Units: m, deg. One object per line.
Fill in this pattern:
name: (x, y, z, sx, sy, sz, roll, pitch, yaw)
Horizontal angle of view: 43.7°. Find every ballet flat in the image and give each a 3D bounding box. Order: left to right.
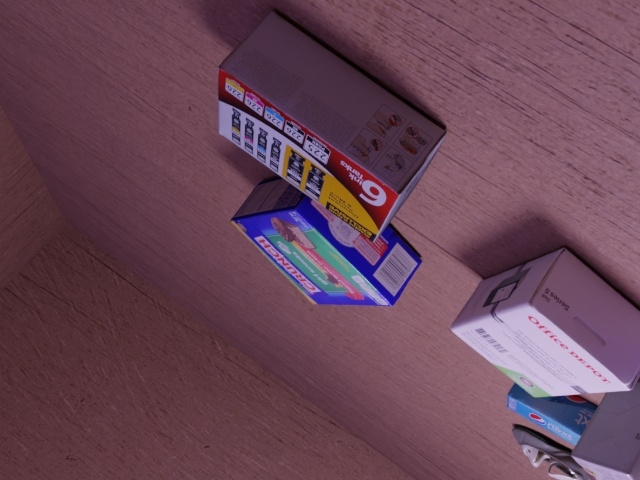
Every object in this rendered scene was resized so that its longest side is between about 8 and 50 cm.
ballet flat: (0.514, 0.491, 1.804, 0.213, 0.068, 0.072, 21, 153, 40)

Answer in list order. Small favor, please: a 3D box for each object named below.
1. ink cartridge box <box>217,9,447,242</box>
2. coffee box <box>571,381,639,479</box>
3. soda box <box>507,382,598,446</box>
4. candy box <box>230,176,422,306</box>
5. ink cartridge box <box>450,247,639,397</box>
ink cartridge box: (0.003, -0.150, 1.219, 0.309, 0.130, 0.272, 36, 161, 6)
coffee box: (0.575, 0.395, 1.356, 0.297, 0.168, 0.119, 49, 157, -25)
soda box: (0.470, 0.335, 1.543, 0.210, 0.071, 0.067, 28, 156, 27)
candy box: (0.000, 0.000, 1.551, 0.268, 0.122, 0.317, 45, 160, -18)
ink cartridge box: (0.358, 0.140, 1.253, 0.198, 0.115, 0.273, 39, 160, -4)
